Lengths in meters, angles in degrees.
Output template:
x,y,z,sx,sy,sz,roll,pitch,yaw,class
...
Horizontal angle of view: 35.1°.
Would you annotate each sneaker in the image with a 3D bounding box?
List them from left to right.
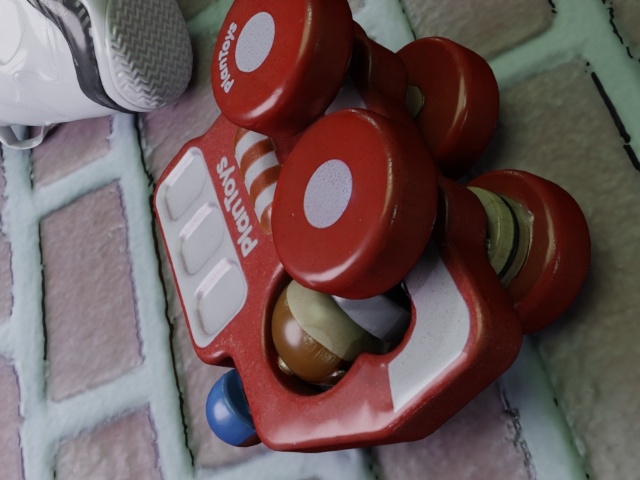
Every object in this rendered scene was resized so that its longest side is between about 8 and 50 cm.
x,y,z,sx,sy,sz,roll,pitch,yaw,class
-0.272,-0.245,0.820,0.210,0.365,0.137,-19,18,30,sneaker

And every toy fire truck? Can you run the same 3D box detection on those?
x,y,z,sx,sy,sz,roll,pitch,yaw,class
0.000,0.000,0.640,0.254,0.169,0.302,-47,47,30,toy fire truck
